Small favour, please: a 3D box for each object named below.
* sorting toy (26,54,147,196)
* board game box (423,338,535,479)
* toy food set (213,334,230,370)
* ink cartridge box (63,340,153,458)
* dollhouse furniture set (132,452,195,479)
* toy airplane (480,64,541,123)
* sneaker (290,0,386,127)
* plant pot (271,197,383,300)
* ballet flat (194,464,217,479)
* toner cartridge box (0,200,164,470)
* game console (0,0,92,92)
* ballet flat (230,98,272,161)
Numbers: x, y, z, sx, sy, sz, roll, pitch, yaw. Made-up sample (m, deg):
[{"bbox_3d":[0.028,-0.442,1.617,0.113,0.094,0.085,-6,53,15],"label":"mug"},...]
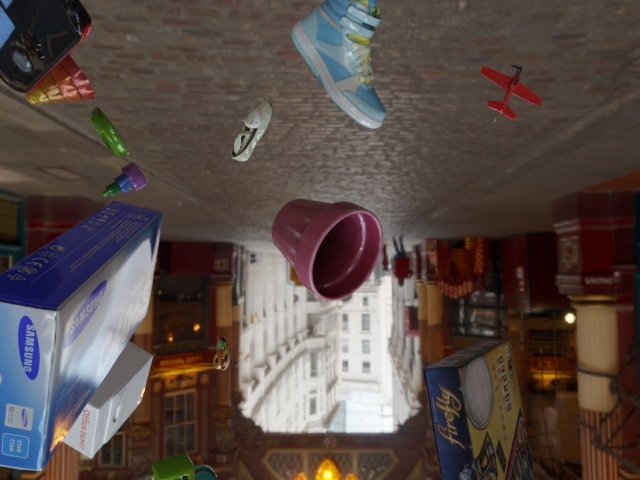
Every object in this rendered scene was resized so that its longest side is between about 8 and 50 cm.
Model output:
[{"bbox_3d":[-0.538,-0.242,1.253,0.126,0.366,0.127,-37,-137,-19],"label":"sorting toy"},{"bbox_3d":[0.187,0.245,0.607,0.042,0.244,0.165,-12,175,36],"label":"board game box"},{"bbox_3d":[-0.236,0.268,1.309,0.020,0.083,0.083,5,174,-27],"label":"toy food set"},{"bbox_3d":[-0.490,0.275,1.098,0.232,0.171,0.168,28,-145,7],"label":"ink cartridge box"},{"bbox_3d":[-0.188,0.481,0.741,0.151,0.198,0.301,-15,-143,-34],"label":"dollhouse furniture set"},{"bbox_3d":[0.398,-0.314,1.163,0.151,0.151,0.028,-1,167,-8],"label":"toy airplane"},{"bbox_3d":[0.091,-0.433,1.264,0.208,0.319,0.127,-37,-179,32],"label":"sneaker"},{"bbox_3d":[0.000,0.000,1.152,0.201,0.202,0.180,3,-161,-44],"label":"plant pot"},{"bbox_3d":[-0.287,0.521,1.004,0.247,0.083,0.087,-47,-172,-25],"label":"ballet flat"},{"bbox_3d":[-0.269,0.075,0.627,0.075,0.165,0.348,11,-164,-5],"label":"toner cartridge box"},{"bbox_3d":[-0.544,-0.448,0.868,0.341,0.387,0.060,-6,-149,49],"label":"game console"},{"bbox_3d":[-0.168,-0.264,1.324,0.057,0.168,0.052,40,-155,28],"label":"ballet flat"}]
